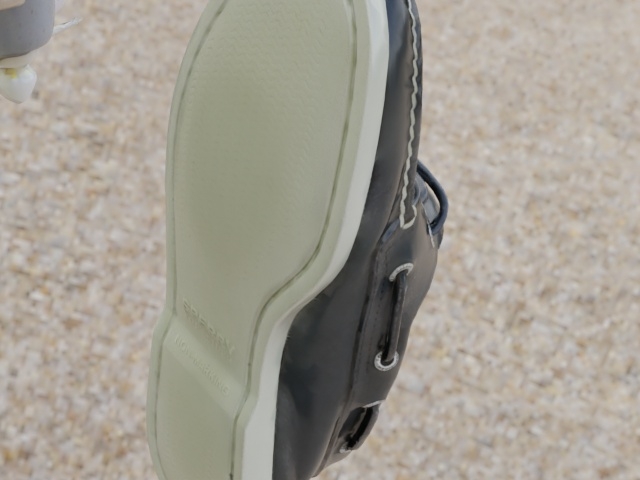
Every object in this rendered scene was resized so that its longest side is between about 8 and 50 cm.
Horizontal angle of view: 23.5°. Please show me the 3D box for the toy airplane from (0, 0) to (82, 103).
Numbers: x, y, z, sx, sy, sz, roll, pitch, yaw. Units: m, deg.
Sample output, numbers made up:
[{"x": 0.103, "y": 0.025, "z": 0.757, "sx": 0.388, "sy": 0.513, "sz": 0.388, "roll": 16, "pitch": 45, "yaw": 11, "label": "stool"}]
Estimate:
[{"x": -0.293, "y": -0.228, "z": 1.047, "sx": 0.272, "sy": 0.384, "sz": 0.386, "roll": 9, "pitch": 59, "yaw": -34, "label": "toy airplane"}]

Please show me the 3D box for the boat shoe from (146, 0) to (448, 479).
[{"x": 0.002, "y": 0.003, "z": 0.715, "sx": 0.113, "sy": 0.340, "sz": 0.127, "roll": -17, "pitch": 42, "yaw": -34, "label": "boat shoe"}]
